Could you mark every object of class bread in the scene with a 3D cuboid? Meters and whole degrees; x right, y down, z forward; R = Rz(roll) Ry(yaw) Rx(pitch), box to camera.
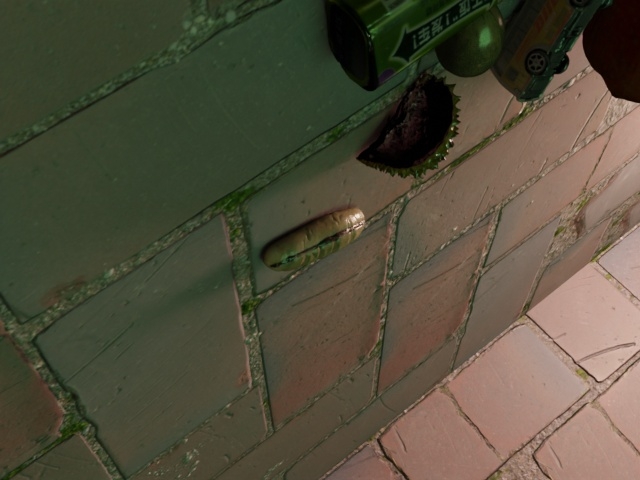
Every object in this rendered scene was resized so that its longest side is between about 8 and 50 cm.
[{"bbox_3d":[-0.001,0.000,1.495,0.214,0.053,0.073,-25,147,-35],"label":"bread"}]

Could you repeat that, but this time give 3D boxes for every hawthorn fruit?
[{"bbox_3d":[0.585,-0.362,1.586,0.258,0.258,0.261,-26,123,-34],"label":"hawthorn fruit"}]

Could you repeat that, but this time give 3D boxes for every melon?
[{"bbox_3d":[0.210,-0.288,1.289,0.098,0.098,0.130,-33,149,-21],"label":"melon"}]

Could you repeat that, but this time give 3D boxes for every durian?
[{"bbox_3d":[0.167,-0.157,1.413,0.186,0.119,0.108,-52,151,16],"label":"durian"}]

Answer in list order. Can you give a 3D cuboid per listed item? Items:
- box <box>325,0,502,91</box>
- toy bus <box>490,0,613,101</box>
[{"bbox_3d":[0.164,-0.331,1.148,0.345,0.097,0.134,-37,147,-13],"label":"box"},{"bbox_3d":[0.365,-0.347,1.421,0.092,0.106,0.268,-14,141,-48],"label":"toy bus"}]
